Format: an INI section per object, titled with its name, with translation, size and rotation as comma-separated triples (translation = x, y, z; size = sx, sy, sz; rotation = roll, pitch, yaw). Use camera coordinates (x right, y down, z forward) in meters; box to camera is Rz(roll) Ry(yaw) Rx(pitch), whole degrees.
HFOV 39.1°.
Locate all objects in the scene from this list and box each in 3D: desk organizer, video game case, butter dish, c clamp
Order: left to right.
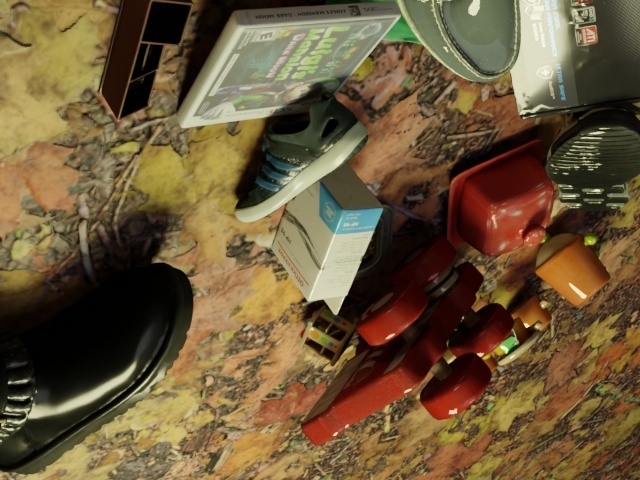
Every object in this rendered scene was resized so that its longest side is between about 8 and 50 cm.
[desk organizer]
translation = -0.162, -0.176, 0.833
size = 0.047, 0.050, 0.130
rotation = -3, 132, -36
[video game case]
translation = -0.036, -0.171, 0.892
size = 0.173, 0.022, 0.190
rotation = -12, 164, -29
[c clamp]
translation = 0.043, 0.019, 1.225
size = 0.137, 0.022, 0.160
rotation = -18, 140, -22
[butter dish]
translation = 0.269, -0.038, 1.262
size = 0.160, 0.118, 0.160
rotation = -25, 141, -16

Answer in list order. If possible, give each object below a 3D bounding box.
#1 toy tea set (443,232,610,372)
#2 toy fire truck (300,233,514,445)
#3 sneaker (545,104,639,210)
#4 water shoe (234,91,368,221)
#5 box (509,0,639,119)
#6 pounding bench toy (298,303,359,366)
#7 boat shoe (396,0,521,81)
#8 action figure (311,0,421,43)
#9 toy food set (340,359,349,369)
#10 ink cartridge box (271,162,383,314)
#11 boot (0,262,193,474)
[toy tea set]
translation = 0.329, 0.102, 1.495
size = 0.336, 0.124, 0.200
rotation = -40, 172, 0
[toy fire truck]
translation = 0.112, 0.147, 1.272
size = 0.254, 0.169, 0.302
rotation = -36, -172, 38
[sneaker]
translation = 0.358, -0.141, 1.177
size = 0.123, 0.146, 0.330
rotation = 4, 172, 12
[water shoe]
translation = -0.035, -0.094, 1.005
size = 0.203, 0.080, 0.073
rotation = -32, -171, 36
[box]
translation = 0.331, -0.278, 0.939
size = 0.294, 0.073, 0.295
rotation = -5, 135, 18
[pounding bench toy]
translation = 0.015, 0.126, 1.290
size = 0.083, 0.065, 0.052
rotation = -45, 162, -54
[boat shoe]
translation = 0.126, -0.273, 0.837
size = 0.116, 0.099, 0.319
rotation = -28, 125, -3
[action figure]
translation = 0.100, -0.255, 0.945
size = 0.232, 0.063, 0.137
rotation = 4, 126, -36
[toy food set]
translation = 0.076, 0.222, 1.467
size = 0.122, 0.019, 0.077
rotation = -1, 131, -37
[ink cartridge box]
translation = 0.000, 0.000, 1.103
size = 0.060, 0.104, 0.180
rotation = -7, 133, -33
[boot]
translation = -0.326, 0.127, 0.960
size = 0.348, 0.131, 0.260
rotation = -44, 142, 10
